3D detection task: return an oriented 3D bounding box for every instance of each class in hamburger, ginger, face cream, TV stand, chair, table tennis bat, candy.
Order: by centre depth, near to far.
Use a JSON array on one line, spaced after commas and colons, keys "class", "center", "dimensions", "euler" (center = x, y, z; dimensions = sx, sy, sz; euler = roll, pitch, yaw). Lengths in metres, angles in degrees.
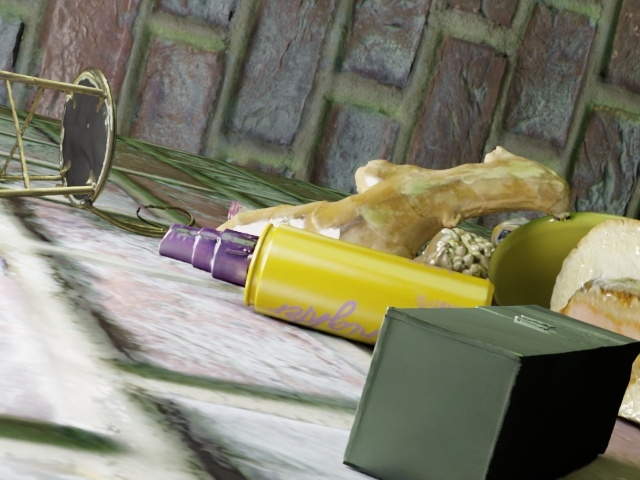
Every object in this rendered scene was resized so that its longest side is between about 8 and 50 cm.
[{"class": "TV stand", "center": [0.113, 0.089, 0.793], "dimensions": [0.083, 0.088, 0.269], "euler": [18, 6, 24]}, {"class": "face cream", "center": [0.001, 0.034, 1.105], "dimensions": [0.273, 0.078, 0.078], "euler": [16, 5, 5]}, {"class": "hamburger", "center": [0.331, 0.081, 1.115], "dimensions": [0.209, 0.162, 0.330], "euler": [13, 1, -13]}, {"class": "ginger", "center": [0.060, -0.012, 1.221], "dimensions": [0.334, 0.081, 0.148], "euler": [-21, 41, 1]}, {"class": "table tennis bat", "center": [0.340, 0.059, 1.278], "dimensions": [0.369, 0.054, 0.224], "euler": [10, -37, 16]}, {"class": "chair", "center": [-0.244, -0.093, 1.387], "dimensions": [0.326, 0.170, 0.160], "euler": [5, 8, -32]}, {"class": "candy", "center": [0.142, 0.037, 1.400], "dimensions": [0.110, 0.095, 0.085], "euler": [24, 41, -9]}]

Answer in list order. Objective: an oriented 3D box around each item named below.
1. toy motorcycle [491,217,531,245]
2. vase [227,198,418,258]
[{"class": "toy motorcycle", "center": [0.316, 0.037, 1.827], "dimensions": [0.229, 0.094, 0.130], "euler": [32, 4, -27]}, {"class": "vase", "center": [0.000, 0.000, 1.502], "dimensions": [0.214, 0.086, 0.086], "euler": [11, 5, 0]}]
